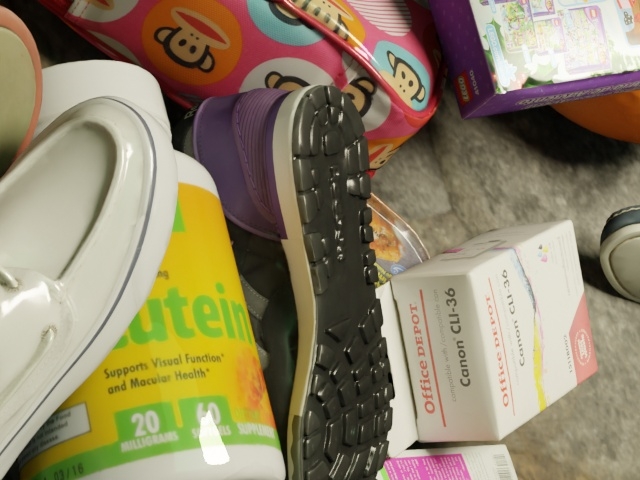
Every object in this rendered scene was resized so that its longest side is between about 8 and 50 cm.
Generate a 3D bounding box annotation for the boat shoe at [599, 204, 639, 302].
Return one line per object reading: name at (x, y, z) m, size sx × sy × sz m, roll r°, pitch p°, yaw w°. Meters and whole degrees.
boat shoe at (0.316, 0.009, 1.244) m, size 0.254 × 0.095 × 0.079 m, roll 16°, pitch 58°, yaw -36°

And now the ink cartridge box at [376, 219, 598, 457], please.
ink cartridge box at (0.110, 0.064, 1.007) m, size 0.198 × 0.067 × 0.115 m, roll -23°, pitch 103°, yaw -53°

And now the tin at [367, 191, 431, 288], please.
tin at (0.000, 0.000, 1.011) m, size 0.189 × 0.040 × 0.106 m, roll 41°, pitch 41°, yaw -15°

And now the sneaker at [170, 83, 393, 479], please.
sneaker at (-0.034, 0.050, 0.917) m, size 0.107 × 0.124 × 0.283 m, roll -4°, pitch 92°, yaw -59°

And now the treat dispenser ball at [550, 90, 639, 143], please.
treat dispenser ball at (0.277, -0.220, 1.202) m, size 0.288 × 0.288 × 0.288 m, roll 21°, pitch 53°, yaw -31°

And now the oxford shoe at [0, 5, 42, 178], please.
oxford shoe at (-0.303, 0.014, 0.694) m, size 0.146 × 0.140 × 0.397 m, roll 21°, pitch 49°, yaw 26°

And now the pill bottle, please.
pill bottle at (-0.111, 0.032, 0.818) m, size 0.136 × 0.136 × 0.246 m, roll 2°, pitch 64°, yaw -41°

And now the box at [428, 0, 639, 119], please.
box at (0.152, -0.238, 1.005) m, size 0.201 × 0.057 × 0.293 m, roll -11°, pitch 80°, yaw -22°

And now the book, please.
book at (0.081, 0.182, 0.978) m, size 0.144 × 0.035 × 0.096 m, roll 5°, pitch 60°, yaw -40°

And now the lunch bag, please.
lunch bag at (-0.043, -0.194, 1.009) m, size 0.293 × 0.120 × 0.258 m, roll 34°, pitch 38°, yaw -14°

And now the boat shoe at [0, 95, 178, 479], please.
boat shoe at (-0.166, 0.040, 0.708) m, size 0.096 × 0.267 × 0.088 m, roll 35°, pitch -5°, yaw 21°
